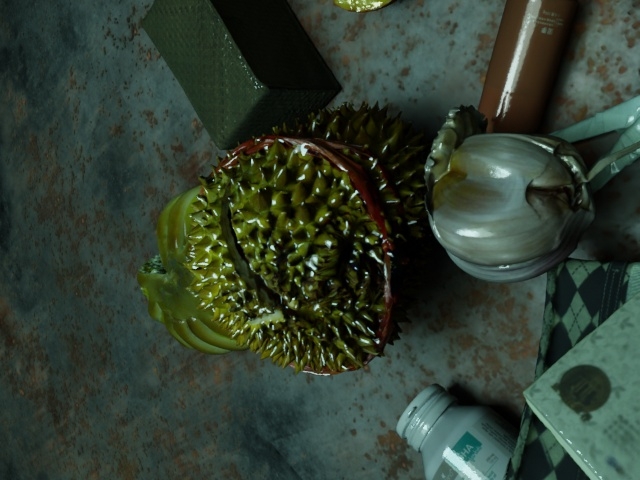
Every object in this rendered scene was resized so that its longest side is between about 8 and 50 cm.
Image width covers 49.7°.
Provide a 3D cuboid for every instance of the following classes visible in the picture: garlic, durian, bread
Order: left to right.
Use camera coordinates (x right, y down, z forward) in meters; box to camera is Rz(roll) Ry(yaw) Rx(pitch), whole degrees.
[{"bbox_3d":[-0.200,0.060,1.222,0.333,0.160,0.333,11,108,38],"label":"bread"},{"bbox_3d":[0.001,-0.004,0.885,0.347,0.384,0.348,21,118,45],"label":"durian"},{"bbox_3d":[0.224,-0.083,0.758,0.256,0.207,0.207,-43,69,10],"label":"garlic"}]

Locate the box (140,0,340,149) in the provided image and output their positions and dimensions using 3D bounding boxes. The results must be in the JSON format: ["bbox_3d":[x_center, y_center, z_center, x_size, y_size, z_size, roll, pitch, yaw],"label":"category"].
[{"bbox_3d":[-0.126,-0.291,1.065,0.143,0.184,0.273,-43,72,37],"label":"box"}]

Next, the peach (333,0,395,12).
[{"bbox_3d":[0.076,-0.374,0.922,0.151,0.118,0.151,-3,80,17],"label":"peach"}]

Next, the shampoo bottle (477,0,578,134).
[{"bbox_3d":[0.237,-0.180,0.846,0.085,0.085,0.244,30,120,33],"label":"shampoo bottle"}]

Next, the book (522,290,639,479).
[{"bbox_3d":[0.373,0.104,0.576,0.352,0.035,0.239,-42,47,4],"label":"book"}]

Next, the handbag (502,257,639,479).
[{"bbox_3d":[0.397,0.180,0.644,0.416,0.180,0.317,2,61,40],"label":"handbag"}]

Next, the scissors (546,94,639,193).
[{"bbox_3d":[0.390,-0.163,0.734,0.383,0.029,0.256,-36,63,44],"label":"scissors"}]

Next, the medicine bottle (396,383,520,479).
[{"bbox_3d":[0.210,0.296,0.932,0.215,0.135,0.135,38,122,28],"label":"medicine bottle"}]
